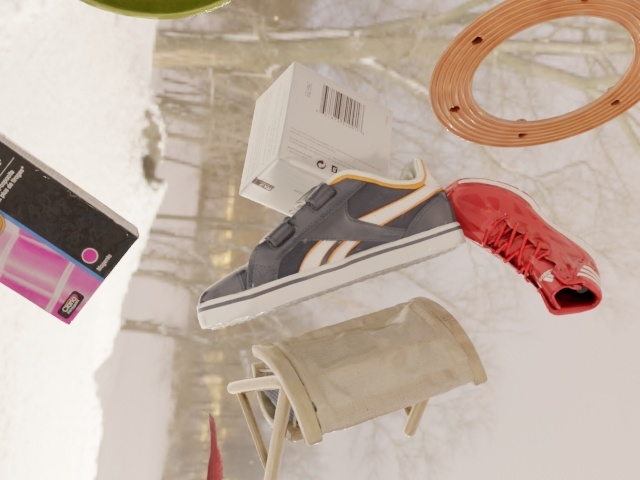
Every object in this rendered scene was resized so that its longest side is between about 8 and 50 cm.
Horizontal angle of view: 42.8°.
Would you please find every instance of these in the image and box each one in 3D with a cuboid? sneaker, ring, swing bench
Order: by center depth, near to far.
[{"bbox_3d":[0.000,0.000,0.930,0.126,0.321,0.127,146,-76,-72],"label":"sneaker"},{"bbox_3d":[0.243,0.008,0.957,0.128,0.221,0.087,-80,-164,-67],"label":"sneaker"},{"bbox_3d":[0.038,0.191,1.092,0.165,0.253,0.254,66,-27,22],"label":"swing bench"},{"bbox_3d":[0.314,-0.237,1.119,0.336,0.337,0.032,103,-16,-59],"label":"ring"}]

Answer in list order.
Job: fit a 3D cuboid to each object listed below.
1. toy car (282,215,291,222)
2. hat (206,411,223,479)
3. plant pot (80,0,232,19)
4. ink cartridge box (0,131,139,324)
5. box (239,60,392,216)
[{"bbox_3d":[0.020,-0.040,1.705,0.149,0.188,0.155,138,-28,-74],"label":"toy car"},{"bbox_3d":[-0.190,0.427,1.341,0.208,0.183,0.173,-46,174,-15],"label":"hat"},{"bbox_3d":[-0.218,-0.547,1.054,0.366,0.366,0.353,102,-8,-56],"label":"plant pot"},{"bbox_3d":[-0.466,-0.049,1.188,0.175,0.371,0.069,-52,-161,3],"label":"ink cartridge box"},{"bbox_3d":[-0.004,-0.131,1.197,0.119,0.181,0.182,-36,-141,50],"label":"box"}]
